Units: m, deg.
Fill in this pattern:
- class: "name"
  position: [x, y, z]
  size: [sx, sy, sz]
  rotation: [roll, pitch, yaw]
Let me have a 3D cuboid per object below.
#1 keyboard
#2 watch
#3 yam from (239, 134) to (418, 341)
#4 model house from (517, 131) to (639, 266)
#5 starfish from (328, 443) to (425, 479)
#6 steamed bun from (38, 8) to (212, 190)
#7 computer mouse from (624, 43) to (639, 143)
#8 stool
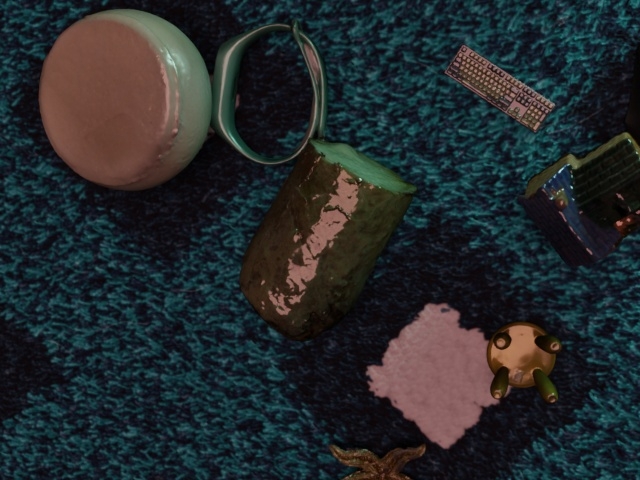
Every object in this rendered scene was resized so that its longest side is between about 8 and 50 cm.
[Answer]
- class: "keyboard"
  position: [0.285, -0.242, 1.374]
  size: [0.176, 0.014, 0.055]
  rotation: [35, 103, 4]
- class: "watch"
  position: [-0.081, -0.242, 1.401]
  size: [0.195, 0.068, 0.237]
  rotation: [9, 98, 6]
- class: "yam"
  position: [0.000, 0.000, 1.355]
  size: [0.195, 0.195, 0.300]
  rotation: [29, 99, 4]
- class: "model house"
  position: [0.409, -0.057, 1.276]
  size: [0.183, 0.172, 0.166]
  rotation: [-37, 88, 25]
- class: "starfish"
  position: [0.104, 0.417, 1.451]
  size: [0.208, 0.053, 0.175]
  rotation: [0, 97, 12]
- class: "steamed bun"
  position: [-0.295, -0.222, 1.377]
  size: [0.283, 0.177, 0.283]
  rotation: [4, 101, 21]
- class: "computer mouse"
  position: [0.538, -0.220, 1.308]
  size: [0.126, 0.071, 0.231]
  rotation: [7, 96, 8]
- class: "stool"
  position: [0.320, 0.192, 1.366]
  size: [0.134, 0.110, 0.135]
  rotation: [-42, 90, 10]
